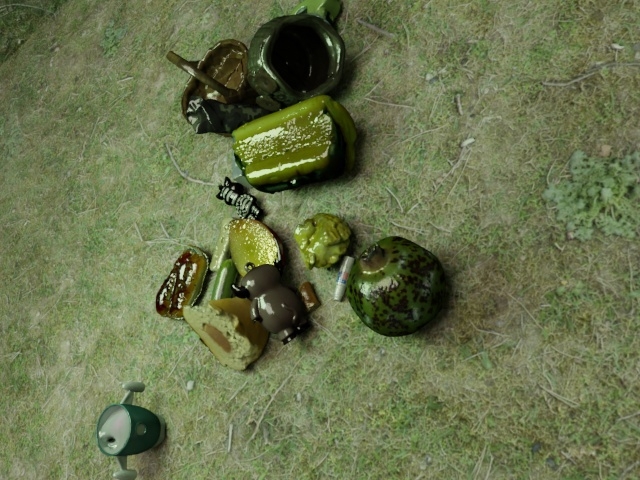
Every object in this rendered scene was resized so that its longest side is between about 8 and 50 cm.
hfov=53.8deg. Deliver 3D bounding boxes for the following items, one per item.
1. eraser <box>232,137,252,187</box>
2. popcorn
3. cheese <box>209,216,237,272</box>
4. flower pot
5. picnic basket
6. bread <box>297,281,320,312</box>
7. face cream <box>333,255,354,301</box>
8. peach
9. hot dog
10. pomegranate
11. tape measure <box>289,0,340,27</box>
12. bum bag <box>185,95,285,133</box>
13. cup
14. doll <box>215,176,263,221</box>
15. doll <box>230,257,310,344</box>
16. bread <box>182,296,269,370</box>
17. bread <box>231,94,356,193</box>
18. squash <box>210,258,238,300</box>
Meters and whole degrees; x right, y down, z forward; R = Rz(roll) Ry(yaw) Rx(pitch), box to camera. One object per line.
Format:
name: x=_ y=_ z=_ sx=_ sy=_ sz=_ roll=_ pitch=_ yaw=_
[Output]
eraser: x=-0.249 y=-0.289 z=2.111 sx=0.046 sy=0.092 sz=0.212 roll=-15 pitch=66 yaw=32
popcorn: x=0.007 y=0.007 z=1.799 sx=0.174 sy=0.142 sz=0.173 roll=-12 pitch=55 yaw=17
cheese: x=-0.317 y=0.014 z=2.090 sx=0.065 sy=0.043 sz=0.194 roll=8 pitch=77 yaw=32
flower pot: x=-0.083 y=-0.540 z=1.950 sx=0.213 sy=0.302 sz=0.301 roll=17 pitch=84 yaw=65
picnic basket: x=-0.384 y=-0.552 z=2.158 sx=0.293 sy=0.337 sz=0.337 roll=40 pitch=99 yaw=38
bread: x=-0.035 y=0.164 z=1.838 sx=0.047 sy=0.036 sz=0.083 roll=-35 pitch=59 yaw=17
face cream: x=0.064 y=0.109 z=1.786 sx=0.034 sy=0.034 sz=0.130 roll=12 pitch=82 yaw=38
peach: x=-0.199 y=0.029 z=1.983 sx=0.189 sy=0.068 sz=0.279 roll=-53 pitch=56 yaw=19
hot dog: x=-0.464 y=0.145 z=2.126 sx=0.163 sy=0.082 sz=0.270 roll=22 pitch=87 yaw=37
pomegranate: x=0.182 y=0.103 z=1.565 sx=0.254 sy=0.270 sz=0.254 roll=-24 pitch=34 yaw=18
tape measure: x=-0.034 y=-0.729 z=2.097 sx=0.200 sy=0.106 sz=0.175 roll=-13 pitch=64 yaw=34
bum bag: x=-0.266 y=-0.394 z=2.051 sx=0.095 sy=0.341 sz=0.144 roll=128 pitch=139 yaw=-61
cup: x=-0.592 y=0.603 z=2.002 sx=0.168 sy=0.173 sz=0.299 roll=-11 pitch=69 yaw=32
doll: x=-0.266 y=-0.132 z=2.087 sx=0.219 sy=0.067 sz=0.091 roll=39 pitch=113 yaw=31
doll: x=-0.138 y=0.170 z=1.815 sx=0.257 sy=0.182 sz=0.117 roll=49 pitch=143 yaw=12
bread: x=-0.272 y=0.283 z=1.864 sx=0.184 sy=0.224 sz=0.211 roll=-21 pitch=70 yaw=35
bread: x=-0.064 y=-0.276 z=1.897 sx=0.377 sy=0.208 sz=0.251 roll=-14 pitch=79 yaw=33
squash: x=-0.313 y=0.170 z=2.020 sx=0.066 sy=0.066 sz=0.228 roll=5 pitch=79 yaw=37
